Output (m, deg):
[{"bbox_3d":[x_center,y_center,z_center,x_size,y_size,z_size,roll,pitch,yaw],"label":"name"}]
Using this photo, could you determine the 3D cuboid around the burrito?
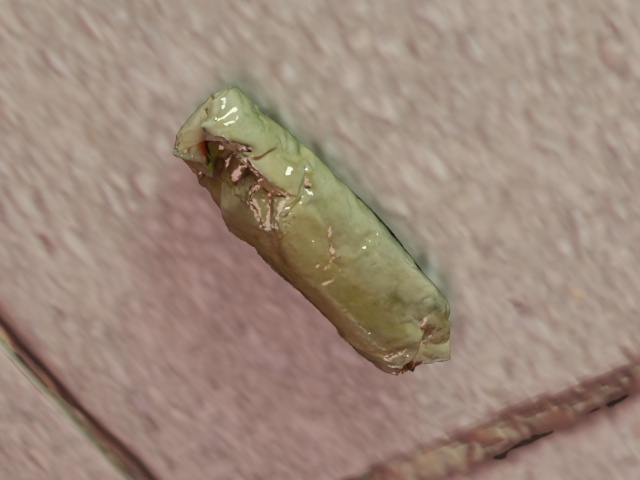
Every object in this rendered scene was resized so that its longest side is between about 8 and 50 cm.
[{"bbox_3d":[0.000,0.001,0.897,0.058,0.045,0.188,-28,119,33],"label":"burrito"}]
